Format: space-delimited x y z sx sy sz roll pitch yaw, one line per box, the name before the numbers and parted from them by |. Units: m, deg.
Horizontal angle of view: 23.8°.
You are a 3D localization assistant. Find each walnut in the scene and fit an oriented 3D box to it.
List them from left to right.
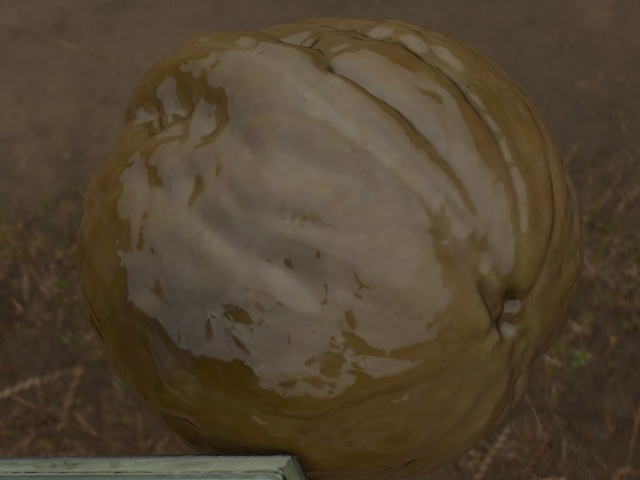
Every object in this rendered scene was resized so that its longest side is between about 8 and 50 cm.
walnut | 0.000 0.000 0.947 0.333 0.333 0.333 -8 60 14

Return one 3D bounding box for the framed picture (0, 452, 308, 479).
framed picture | -0.118 0.215 0.940 0.296 0.232 0.019 -5 40 22
